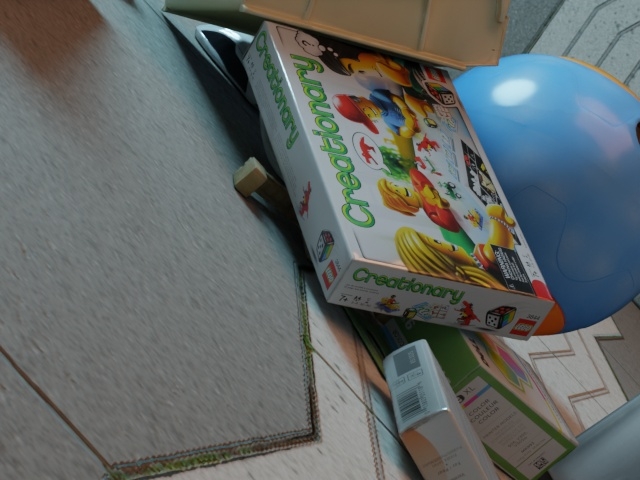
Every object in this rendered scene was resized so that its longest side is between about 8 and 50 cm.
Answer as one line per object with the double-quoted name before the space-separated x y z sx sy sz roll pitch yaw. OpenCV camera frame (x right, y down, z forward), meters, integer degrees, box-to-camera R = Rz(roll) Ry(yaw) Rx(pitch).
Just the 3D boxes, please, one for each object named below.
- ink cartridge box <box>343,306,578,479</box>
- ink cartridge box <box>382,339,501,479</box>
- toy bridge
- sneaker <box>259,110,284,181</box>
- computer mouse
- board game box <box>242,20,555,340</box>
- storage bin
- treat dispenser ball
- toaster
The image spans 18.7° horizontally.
"ink cartridge box" 0.116 0.108 1.589 0.209 0.062 0.109 39 14 -39
"ink cartridge box" 0.105 0.175 1.410 0.145 0.045 0.179 -101 166 -72
"toy bridge" 0.000 0.000 1.617 0.188 0.026 0.063 43 10 -18
"sneaker" 0.040 -0.054 1.793 0.151 0.094 0.256 19 38 -60
"computer mouse" -0.054 -0.155 1.937 0.193 0.042 0.106 51 11 15
"board game box" 0.059 -0.053 1.618 0.193 0.053 0.305 12 38 -29
"storage bin" 0.013 -0.243 1.820 0.260 0.123 0.262 12 1 -22
"treat dispenser ball" 0.218 -0.046 1.971 0.288 0.288 0.288 46 10 -11
"toaster" 0.295 0.231 1.633 0.129 0.146 0.227 38 14 -40
